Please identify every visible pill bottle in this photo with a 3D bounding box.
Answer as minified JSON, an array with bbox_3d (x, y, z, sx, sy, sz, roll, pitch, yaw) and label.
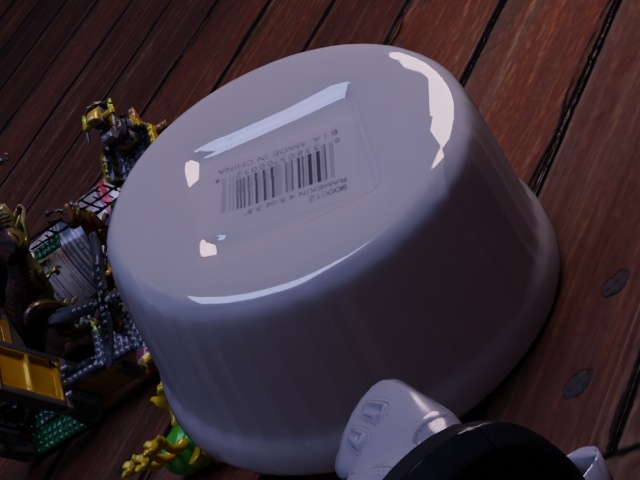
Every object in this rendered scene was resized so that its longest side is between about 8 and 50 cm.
[{"bbox_3d":[-0.216,0.032,1.770,0.180,0.108,0.108,-42,20,8],"label":"pill bottle"}]

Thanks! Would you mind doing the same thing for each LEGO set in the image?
[{"bbox_3d":[-0.241,0.030,1.587,0.331,0.192,0.255,-23,62,31],"label":"LEGO set"}]

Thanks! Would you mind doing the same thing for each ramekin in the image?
[{"bbox_3d":[0.000,0.000,1.235,0.277,0.135,0.277,-17,38,14],"label":"ramekin"}]

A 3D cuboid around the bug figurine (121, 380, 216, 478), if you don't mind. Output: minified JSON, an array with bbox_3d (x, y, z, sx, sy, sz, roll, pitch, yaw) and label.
[{"bbox_3d":[-0.033,0.074,1.381,0.216,0.072,0.279,-32,27,46],"label":"bug figurine"}]

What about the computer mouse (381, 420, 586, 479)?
[{"bbox_3d":[0.055,0.172,0.753,0.184,0.262,0.060,-51,45,-3],"label":"computer mouse"}]

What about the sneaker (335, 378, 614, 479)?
[{"bbox_3d":[-0.007,0.196,1.003,0.366,0.137,0.210,-13,35,47],"label":"sneaker"}]
